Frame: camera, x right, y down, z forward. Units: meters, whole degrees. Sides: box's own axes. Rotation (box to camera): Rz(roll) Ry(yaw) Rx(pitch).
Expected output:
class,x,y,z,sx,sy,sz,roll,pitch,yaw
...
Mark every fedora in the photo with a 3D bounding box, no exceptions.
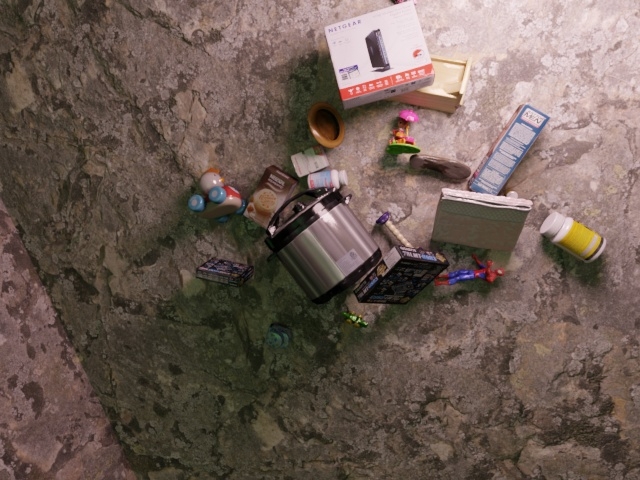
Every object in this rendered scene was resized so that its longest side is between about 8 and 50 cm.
class,x,y,z,sx,sy,sz,roll,pitch,yaw
fedora,0.010,-0.465,1.892,0.079,0.194,0.195,-15,104,55

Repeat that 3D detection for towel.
class,x,y,z,sx,sy,sz,roll,pitch,yaw
towel,0.611,-0.068,1.785,0.331,0.054,0.317,10,149,13

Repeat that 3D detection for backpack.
class,x,y,z,sx,sy,sz,roll,pitch,yaw
backpack,-0.202,0.468,2.218,0.114,0.084,0.105,17,111,7

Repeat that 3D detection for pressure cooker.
class,x,y,z,sx,sy,sz,roll,pitch,yaw
pressure cooker,0.002,-0.002,1.877,0.375,0.370,0.421,-37,92,38

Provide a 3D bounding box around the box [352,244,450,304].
class,x,y,z,sx,sy,sz,roll,pitch,yaw
box,0.329,0.151,1.873,0.293,0.295,0.074,-50,47,35

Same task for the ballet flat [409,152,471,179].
class,x,y,z,sx,sy,sz,roll,pitch,yaw
ballet flat,0.481,-0.305,1.849,0.249,0.058,0.084,13,134,8

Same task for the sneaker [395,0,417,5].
class,x,y,z,sx,sy,sz,roll,pitch,yaw
sneaker,0.303,-0.899,1.738,0.119,0.047,0.057,27,121,7

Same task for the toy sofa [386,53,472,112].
class,x,y,z,sx,sy,sz,roll,pitch,yaw
toy sofa,0.377,-0.618,1.755,0.361,0.177,0.150,14,84,11

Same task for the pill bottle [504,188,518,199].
class,x,y,z,sx,sy,sz,roll,pitch,yaw
pill bottle,0.746,-0.175,1.798,0.043,0.083,0.044,4,105,13

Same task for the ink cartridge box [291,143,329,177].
class,x,y,z,sx,sy,sz,roll,pitch,yaw
ink cartridge box,-0.044,-0.341,1.970,0.135,0.056,0.099,-19,99,18

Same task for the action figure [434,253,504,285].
class,x,y,z,sx,sy,sz,roll,pitch,yaw
action figure,0.611,0.114,1.902,0.279,0.092,0.139,-4,121,15

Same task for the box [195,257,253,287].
class,x,y,z,sx,sy,sz,roll,pitch,yaw
box,-0.443,0.146,2.143,0.220,0.175,0.051,11,108,10

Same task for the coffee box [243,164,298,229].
class,x,y,z,sx,sy,sz,roll,pitch,yaw
coffee box,-0.219,-0.190,2.034,0.141,0.098,0.247,31,110,4

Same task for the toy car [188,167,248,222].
class,x,y,z,sx,sy,sz,roll,pitch,yaw
toy car,-0.466,-0.231,2.062,0.210,0.219,0.238,-19,71,18

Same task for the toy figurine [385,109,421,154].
class,x,y,z,sx,sy,sz,roll,pitch,yaw
toy figurine,0.331,-0.434,1.826,0.129,0.173,0.160,10,88,-22

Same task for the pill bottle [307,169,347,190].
class,x,y,z,sx,sy,sz,roll,pitch,yaw
pill bottle,0.031,-0.253,1.958,0.160,0.087,0.087,-9,103,17

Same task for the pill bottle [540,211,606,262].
class,x,y,z,sx,sy,sz,roll,pitch,yaw
pill bottle,0.965,-0.015,1.768,0.208,0.119,0.119,32,110,4

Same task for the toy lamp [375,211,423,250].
class,x,y,z,sx,sy,sz,roll,pitch,yaw
toy lamp,0.350,-0.001,1.951,0.080,0.080,0.275,-41,93,20

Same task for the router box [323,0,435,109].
class,x,y,z,sx,sy,sz,roll,pitch,yaw
router box,0.205,-0.663,1.655,0.334,0.082,0.302,-15,79,6

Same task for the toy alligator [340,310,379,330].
class,x,y,z,sx,sy,sz,roll,pitch,yaw
toy alligator,0.178,0.378,2.117,0.189,0.056,0.051,25,151,5

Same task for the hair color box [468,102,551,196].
class,x,y,z,sx,sy,sz,roll,pitch,yaw
hair color box,0.694,-0.330,1.721,0.105,0.174,0.348,32,110,5
